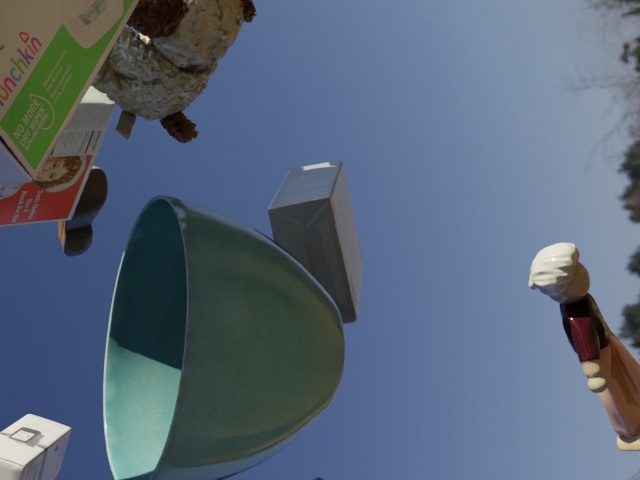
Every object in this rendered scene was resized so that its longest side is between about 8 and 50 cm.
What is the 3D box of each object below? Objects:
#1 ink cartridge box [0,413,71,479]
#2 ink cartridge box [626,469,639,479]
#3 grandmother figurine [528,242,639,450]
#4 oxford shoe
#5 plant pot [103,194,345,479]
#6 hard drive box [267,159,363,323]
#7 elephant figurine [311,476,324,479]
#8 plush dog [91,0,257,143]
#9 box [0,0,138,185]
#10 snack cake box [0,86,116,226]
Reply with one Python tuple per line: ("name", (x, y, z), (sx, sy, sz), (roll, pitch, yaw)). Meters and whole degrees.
("ink cartridge box", (-0.354, 0.277, 1.006), (0.150, 0.063, 0.109), (-49, -24, -85))
("ink cartridge box", (0.230, 0.221, 0.607), (0.045, 0.179, 0.145), (44, -161, -2))
("grandmother figurine", (0.426, 0.152, 1.356), (0.342, 0.104, 0.208), (59, -168, -15))
("oxford shoe", (-0.451, -0.067, 1.609), (0.076, 0.212, 0.076), (-9, -127, -39))
("plant pot", (-0.090, 0.110, 0.892), (0.195, 0.290, 0.290), (8, -107, -25))
("hard drive box", (0.000, 0.000, 1.260), (0.232, 0.089, 0.181), (-71, -30, -72))
("elephant figurine", (-0.112, 0.504, 1.440), (0.186, 0.169, 0.239), (-68, 0, -72))
("plush dog", (-0.204, -0.277, 1.239), (0.262, 0.225, 0.210), (-29, -98, -47))
("box", (-0.313, -0.173, 0.755), (0.126, 0.231, 0.262), (60, -146, -42))
("snack cake box", (-0.435, -0.141, 1.349), (0.152, 0.264, 0.089), (-10, -125, -42))
